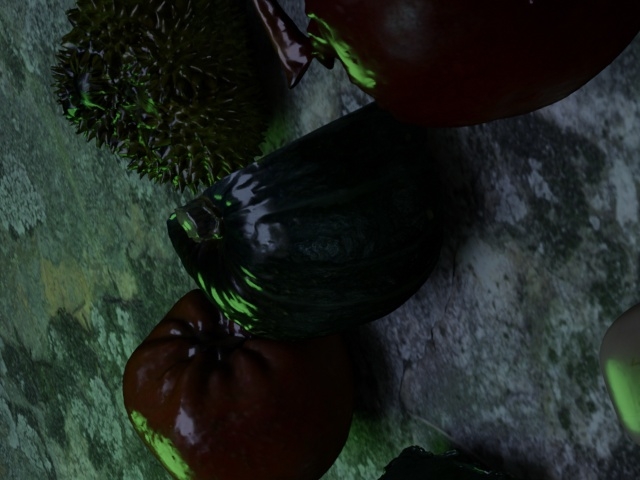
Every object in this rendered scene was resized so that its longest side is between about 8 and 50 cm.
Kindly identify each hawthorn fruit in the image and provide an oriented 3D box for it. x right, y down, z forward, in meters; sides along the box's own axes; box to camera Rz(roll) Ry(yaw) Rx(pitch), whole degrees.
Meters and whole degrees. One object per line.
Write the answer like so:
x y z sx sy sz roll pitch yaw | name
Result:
-0.081 0.196 2.025 0.277 0.277 0.298 38 163 45 | hawthorn fruit

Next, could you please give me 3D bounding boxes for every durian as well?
-0.184 -0.196 2.015 0.291 0.224 0.291 20 146 14 | durian

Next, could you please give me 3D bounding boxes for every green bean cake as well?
0.144 0.290 1.811 0.208 0.193 0.107 -23 106 38 | green bean cake

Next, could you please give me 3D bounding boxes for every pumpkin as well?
0.000 0.000 1.752 0.196 0.263 0.293 64 154 5 | pumpkin

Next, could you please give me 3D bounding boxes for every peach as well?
0.113 -0.295 1.302 0.310 0.335 0.405 -13 91 41 | peach

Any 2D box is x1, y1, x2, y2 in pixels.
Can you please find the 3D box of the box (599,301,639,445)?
0.317 0.112 1.438 0.200 0.088 0.146 -23 85 62 | box
